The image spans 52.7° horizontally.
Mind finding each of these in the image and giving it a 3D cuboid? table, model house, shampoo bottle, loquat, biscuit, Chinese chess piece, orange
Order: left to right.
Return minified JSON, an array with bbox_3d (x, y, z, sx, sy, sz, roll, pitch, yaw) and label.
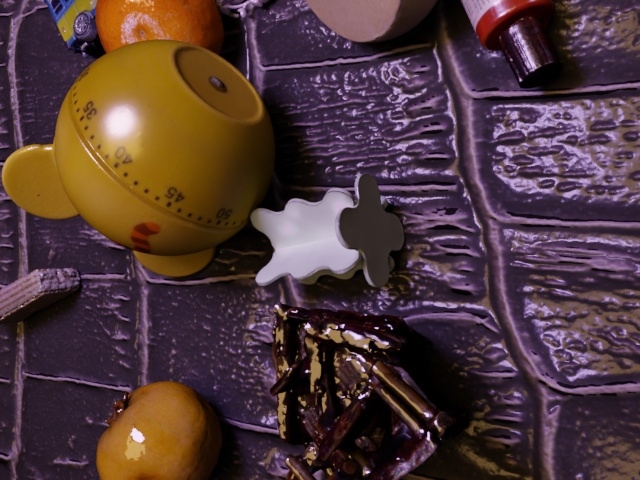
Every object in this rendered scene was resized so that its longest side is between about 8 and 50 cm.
[{"bbox_3d":[-0.623,0.122,1.373,0.239,0.108,0.061,-24,80,27],"label":"biscuit"},{"bbox_3d":[-0.269,0.341,1.082,0.208,0.208,0.207,-3,85,31],"label":"loquat"},{"bbox_3d":[-0.281,-0.381,1.147,0.224,0.170,0.224,3,123,5],"label":"orange"},{"bbox_3d":[0.000,0.000,0.981,0.198,0.167,0.166,-11,80,38],"label":"table"},{"bbox_3d":[0.013,0.210,0.882,0.297,0.317,0.282,-40,70,9],"label":"model house"},{"bbox_3d":[0.061,-0.419,0.921,0.102,0.273,0.273,-37,60,-25],"label":"Chinese chess piece"},{"bbox_3d":[0.247,-0.336,0.878,0.104,0.104,0.278,-27,73,27],"label":"shampoo bottle"}]

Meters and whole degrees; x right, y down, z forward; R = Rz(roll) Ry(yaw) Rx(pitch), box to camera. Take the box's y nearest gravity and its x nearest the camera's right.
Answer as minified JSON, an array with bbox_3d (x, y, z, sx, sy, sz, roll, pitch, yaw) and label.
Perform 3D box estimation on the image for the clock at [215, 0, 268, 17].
[{"bbox_3d":[-0.139,-0.445,1.161,0.129,0.041,0.087,26,96,36],"label":"clock"}]

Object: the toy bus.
[{"bbox_3d":[-0.390,-0.500,1.262,0.288,0.138,0.175,-39,69,23],"label":"toy bus"}]

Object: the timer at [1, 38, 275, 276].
[{"bbox_3d":[-0.270,-0.120,1.044,0.387,0.376,0.376,-44,66,27],"label":"timer"}]
